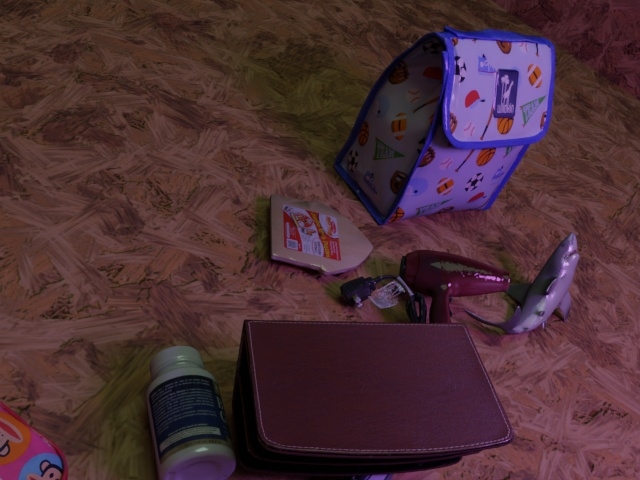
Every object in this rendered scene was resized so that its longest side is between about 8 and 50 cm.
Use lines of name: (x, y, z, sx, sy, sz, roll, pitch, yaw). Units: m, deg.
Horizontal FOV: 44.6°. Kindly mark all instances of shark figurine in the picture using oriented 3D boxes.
shark figurine: (0.377, 0.112, 1.456, 0.116, 0.166, 0.278, 22, 47, 40)

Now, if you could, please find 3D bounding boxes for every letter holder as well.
letter holder: (0.055, 0.225, 0.966, 0.302, 0.152, 0.214, 2, 35, -14)

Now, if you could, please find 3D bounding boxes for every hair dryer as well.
hair dryer: (0.199, 0.112, 1.326, 0.293, 0.080, 0.223, -26, 60, -21)

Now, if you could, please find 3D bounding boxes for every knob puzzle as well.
knob puzzle: (0.000, 0.000, 1.397, 0.213, 0.030, 0.213, 16, 37, -13)

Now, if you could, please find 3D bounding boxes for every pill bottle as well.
pill bottle: (-0.168, 0.219, 0.979, 0.094, 0.094, 0.169, 4, 42, -27)

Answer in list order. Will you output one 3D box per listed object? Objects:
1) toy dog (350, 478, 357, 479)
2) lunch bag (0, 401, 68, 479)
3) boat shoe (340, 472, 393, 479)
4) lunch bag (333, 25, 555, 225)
toy dog: (0.030, 0.389, 0.796, 0.220, 0.161, 0.334, 21, 47, -3)
lunch bag: (-0.433, 0.253, 0.773, 0.293, 0.120, 0.258, 32, 41, 10)
boat shoe: (0.046, 0.307, 1.035, 0.083, 0.065, 0.183, 26, 35, 20)
lunch bag: (0.264, -0.234, 1.540, 0.328, 0.385, 0.239, -9, 48, -38)
